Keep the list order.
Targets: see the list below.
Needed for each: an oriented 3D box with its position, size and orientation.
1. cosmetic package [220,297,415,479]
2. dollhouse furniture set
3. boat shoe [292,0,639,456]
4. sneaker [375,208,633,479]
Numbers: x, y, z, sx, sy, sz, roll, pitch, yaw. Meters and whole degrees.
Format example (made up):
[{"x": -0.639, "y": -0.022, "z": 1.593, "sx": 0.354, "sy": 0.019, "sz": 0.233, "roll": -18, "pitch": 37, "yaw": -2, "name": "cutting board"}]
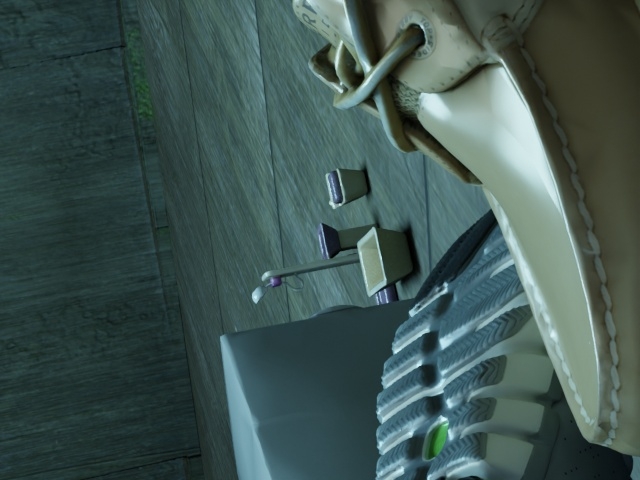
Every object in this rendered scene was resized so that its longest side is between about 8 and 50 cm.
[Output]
[{"x": 0.037, "y": 0.132, "z": 0.880, "sx": 0.238, "sy": 0.127, "sz": 0.107, "roll": -112, "pitch": 15, "yaw": -59, "name": "cosmetic package"}, {"x": 0.000, "y": 0.000, "z": 1.090, "sx": 0.114, "sy": 0.081, "sz": 0.091, "roll": 132, "pitch": 126, "yaw": -79, "name": "dollhouse furniture set"}, {"x": 0.045, "y": -0.076, "z": 0.627, "sx": 0.121, "sy": 0.110, "sz": 0.341, "roll": 94, "pitch": 163, "yaw": -58, "name": "boat shoe"}, {"x": 0.087, "y": 0.088, "z": 0.662, "sx": 0.086, "sy": 0.132, "sz": 0.228, "roll": -35, "pitch": 25, "yaw": 41, "name": "sneaker"}]
